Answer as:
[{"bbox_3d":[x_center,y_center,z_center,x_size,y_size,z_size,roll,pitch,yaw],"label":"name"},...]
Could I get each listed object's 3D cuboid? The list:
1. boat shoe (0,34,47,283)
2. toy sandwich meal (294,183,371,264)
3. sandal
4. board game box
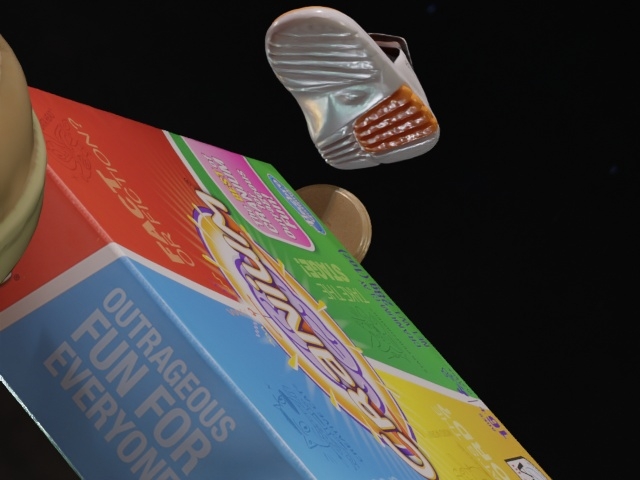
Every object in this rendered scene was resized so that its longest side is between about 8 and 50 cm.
[{"bbox_3d":[-0.153,-0.017,0.239,0.104,0.285,0.089,40,-55,32],"label":"boat shoe"},{"bbox_3d":[0.000,0.000,1.381,0.085,0.085,0.029,27,-14,15],"label":"toy sandwich meal"},{"bbox_3d":[0.026,-0.136,1.460,0.102,0.076,0.265,-11,-25,12],"label":"sandal"},{"bbox_3d":[-0.021,0.056,0.763,0.064,0.316,0.242,-45,-105,10],"label":"board game box"}]
